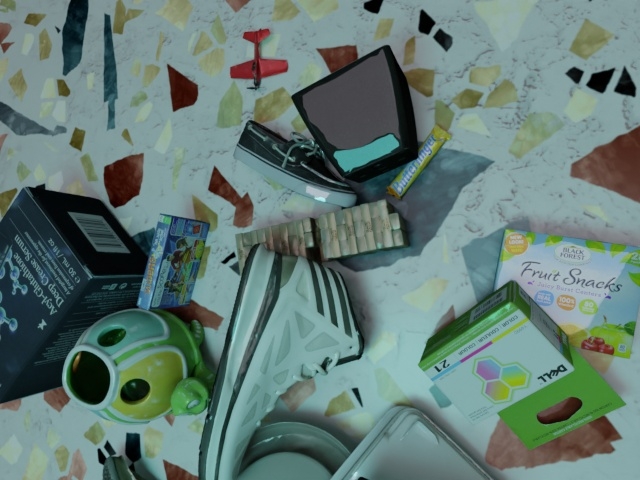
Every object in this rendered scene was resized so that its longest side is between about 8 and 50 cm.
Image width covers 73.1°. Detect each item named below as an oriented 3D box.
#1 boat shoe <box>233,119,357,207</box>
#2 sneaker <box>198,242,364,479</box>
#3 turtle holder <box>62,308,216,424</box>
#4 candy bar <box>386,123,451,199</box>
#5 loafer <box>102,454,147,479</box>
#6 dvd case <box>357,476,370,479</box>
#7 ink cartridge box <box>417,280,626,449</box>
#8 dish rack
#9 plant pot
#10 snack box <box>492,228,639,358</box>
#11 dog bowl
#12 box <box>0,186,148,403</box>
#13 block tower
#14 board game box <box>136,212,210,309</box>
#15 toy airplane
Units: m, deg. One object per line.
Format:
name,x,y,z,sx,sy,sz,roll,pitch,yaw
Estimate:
boat shoe,-0.046,-0.164,0.881,0.306,0.113,0.105,31,107,31
sneaker,-0.057,0.250,0.777,0.257,0.169,0.449,15,89,-9
turtle holder,-0.378,0.288,0.911,0.320,0.227,0.243,43,100,19
candy bar,0.189,-0.150,0.841,0.040,0.018,0.162,41,100,19
loafer,-0.407,0.594,0.979,0.251,0.087,0.094,53,129,11
dvd case,0.097,0.489,0.591,0.180,0.022,0.253,16,84,18
ink cartridge box,0.315,0.223,0.679,0.255,0.097,0.189,48,118,6
dish rack,0.183,0.451,0.677,0.332,0.072,0.285,41,55,19
plant pot,0.085,-0.210,0.799,0.187,0.187,0.167,-20,84,20
snack box,0.400,0.080,0.716,0.206,0.070,0.175,11,92,20
dog bowl,-0.062,0.517,0.762,0.347,0.102,0.349,-11,48,12
box,-0.641,0.125,1.032,0.293,0.212,0.396,44,102,17
block tower,0.000,0.000,0.863,0.334,0.097,0.091,-11,82,18
board game box,-0.322,0.048,0.956,0.035,0.136,0.202,15,91,21
toy airplane,-0.143,-0.416,0.980,0.151,0.028,0.152,-1,86,19
